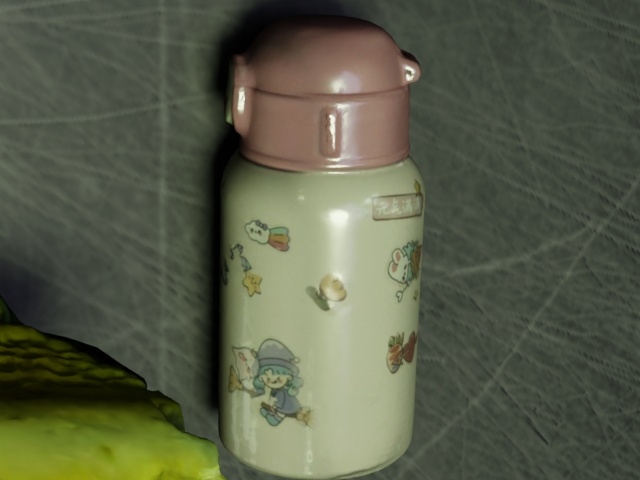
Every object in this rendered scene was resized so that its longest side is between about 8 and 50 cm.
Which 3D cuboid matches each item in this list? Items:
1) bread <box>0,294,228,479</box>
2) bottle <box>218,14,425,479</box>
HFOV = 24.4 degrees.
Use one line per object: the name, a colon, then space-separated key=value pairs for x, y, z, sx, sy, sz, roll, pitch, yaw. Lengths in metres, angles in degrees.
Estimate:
bread: x=-0.253 y=0.117 z=0.557 sx=0.377 sy=0.251 sz=0.208 roll=8 pitch=107 yaw=-39
bottle: x=0.000 y=0.000 z=0.773 sx=0.110 sy=0.110 sz=0.233 roll=-10 pitch=111 yaw=-31
